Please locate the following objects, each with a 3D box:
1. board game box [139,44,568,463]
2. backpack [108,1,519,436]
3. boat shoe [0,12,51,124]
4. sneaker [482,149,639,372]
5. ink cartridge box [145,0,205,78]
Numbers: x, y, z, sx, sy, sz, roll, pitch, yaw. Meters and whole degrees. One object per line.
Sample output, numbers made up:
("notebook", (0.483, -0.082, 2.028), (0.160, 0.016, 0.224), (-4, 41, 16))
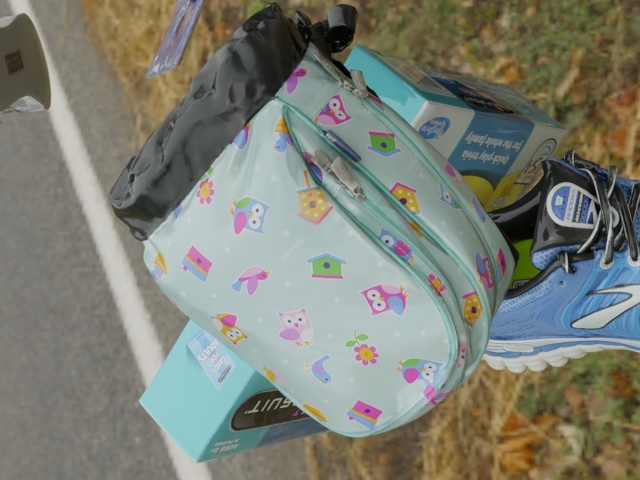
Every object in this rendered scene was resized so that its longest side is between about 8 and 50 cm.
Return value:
("board game box", (0.035, 0.018, 0.962), (0.079, 0.253, 0.336), (42, 112, 27))
("backpack", (0.000, 0.000, 0.548), (0.152, 0.182, 0.115), (-43, 7, 42))
("boat shoe", (-0.363, -0.173, 1.247), (0.306, 0.104, 0.113), (-91, -10, -74))
("sneaker", (0.219, 0.013, 0.830), (0.330, 0.147, 0.130), (-13, 51, 32))
("ink cartridge box", (-0.073, -0.268, 0.824), (0.307, 0.072, 0.303), (-63, 13, 0))
